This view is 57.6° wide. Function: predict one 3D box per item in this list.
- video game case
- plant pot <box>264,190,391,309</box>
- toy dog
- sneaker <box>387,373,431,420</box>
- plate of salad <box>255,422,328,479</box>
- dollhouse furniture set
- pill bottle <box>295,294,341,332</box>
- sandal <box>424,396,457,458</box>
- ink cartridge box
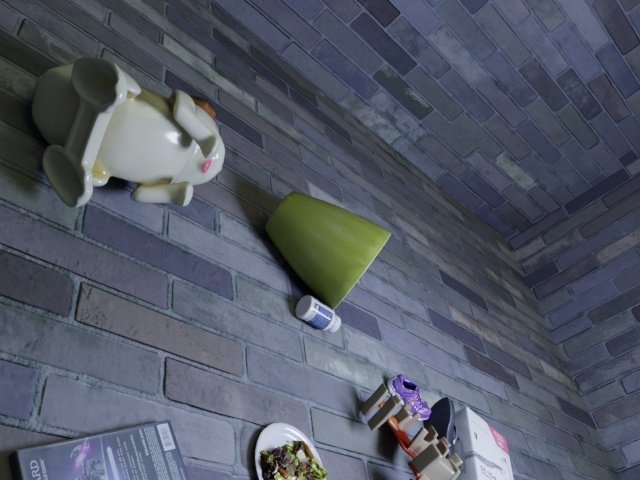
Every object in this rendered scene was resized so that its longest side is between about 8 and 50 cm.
[{"bbox_3d":[-0.316,0.391,0.892,0.274,0.026,0.196,8,51,-53],"label":"video game case"},{"bbox_3d":[0.000,0.000,1.639,0.293,0.275,0.275,37,27,3],"label":"plant pot"},{"bbox_3d":[-0.395,-0.222,1.294,0.395,0.284,0.408,25,12,35],"label":"toy dog"},{"bbox_3d":[0.266,0.452,1.678,0.170,0.071,0.068,45,28,-15],"label":"sneaker"},{"bbox_3d":[-0.052,0.465,1.190,0.200,0.048,0.200,38,31,-28],"label":"plate of salad"},{"bbox_3d":[0.226,0.528,1.454,0.262,0.135,0.259,43,2,-18],"label":"dollhouse furniture set"},{"bbox_3d":[-0.004,0.201,1.561,0.120,0.067,0.067,35,32,-30],"label":"pill bottle"},{"bbox_3d":[0.349,0.570,1.655,0.054,0.097,0.254,38,41,-25],"label":"sandal"},{"bbox_3d":[0.453,0.661,1.668,0.207,0.117,0.283,41,29,-21],"label":"ink cartridge box"}]
